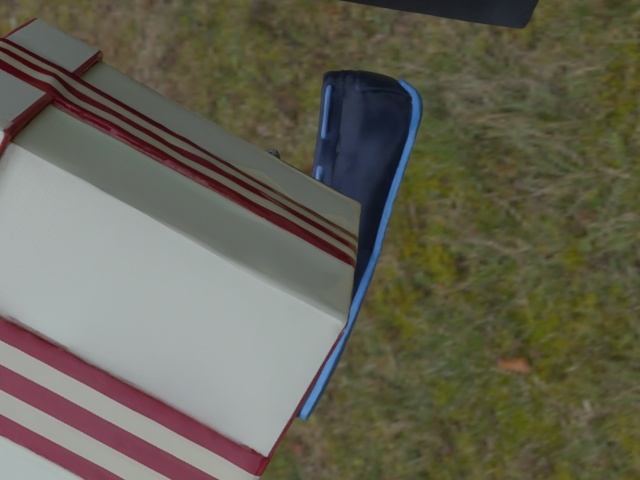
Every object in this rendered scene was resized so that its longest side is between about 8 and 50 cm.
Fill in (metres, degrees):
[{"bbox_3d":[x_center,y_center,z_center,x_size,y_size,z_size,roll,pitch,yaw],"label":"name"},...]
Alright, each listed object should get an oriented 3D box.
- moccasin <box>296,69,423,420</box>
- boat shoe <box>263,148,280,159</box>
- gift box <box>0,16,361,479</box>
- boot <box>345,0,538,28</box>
[{"bbox_3d":[0.000,0.000,1.473,0.117,0.138,0.342,18,86,0],"label":"moccasin"},{"bbox_3d":[-0.129,-0.037,1.289,0.078,0.219,0.070,14,112,53],"label":"boat shoe"},{"bbox_3d":[-0.146,0.039,0.825,0.258,0.276,0.255,29,101,-7],"label":"gift box"},{"bbox_3d":[0.002,-0.345,1.063,0.146,0.445,0.367,54,131,51],"label":"boot"}]
